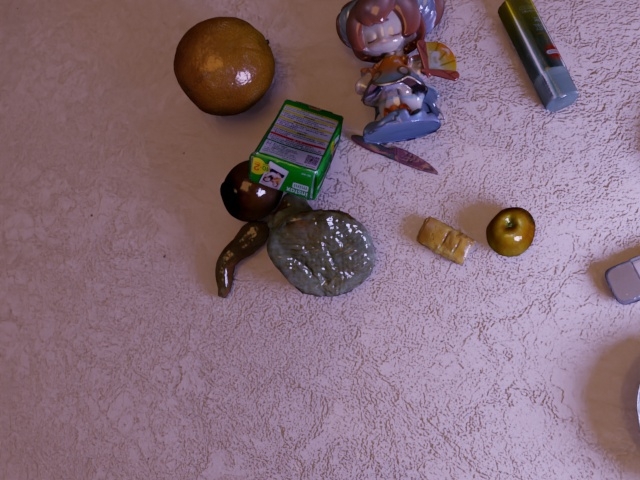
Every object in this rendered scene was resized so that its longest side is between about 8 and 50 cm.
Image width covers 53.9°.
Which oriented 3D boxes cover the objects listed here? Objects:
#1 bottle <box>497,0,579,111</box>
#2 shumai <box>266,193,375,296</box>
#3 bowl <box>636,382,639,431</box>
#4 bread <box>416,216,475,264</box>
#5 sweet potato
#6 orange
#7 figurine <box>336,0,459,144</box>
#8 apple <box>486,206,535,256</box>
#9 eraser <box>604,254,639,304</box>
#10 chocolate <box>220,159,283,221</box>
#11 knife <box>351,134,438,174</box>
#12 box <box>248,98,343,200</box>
[{"bbox_3d":[0.503,-0.436,1.459,0.082,0.082,0.286,-23,73,14],"label":"bottle"},{"bbox_3d":[0.000,0.000,1.542,0.272,0.204,0.222,41,104,-13],"label":"shumai"},{"bbox_3d":[0.752,0.324,1.177,0.313,0.146,0.313,-4,78,18],"label":"bowl"},{"bbox_3d":[0.290,0.002,1.462,0.132,0.053,0.074,33,91,25],"label":"bread"},{"bbox_3d":[-0.217,0.039,1.638,0.081,0.062,0.233,37,96,21],"label":"sweet potato"},{"bbox_3d":[-0.248,-0.458,1.653,0.264,0.264,0.264,-4,78,19],"label":"orange"},{"bbox_3d":[0.181,-0.439,1.514,0.276,0.248,0.388,-12,85,15],"label":"figurine"},{"bbox_3d":[0.424,-0.019,1.391,0.114,0.102,0.099,-45,67,5],"label":"apple"},{"bbox_3d":[0.762,0.033,1.279,0.352,0.061,0.089,-24,73,14],"label":"eraser"},{"bbox_3d":[-0.163,-0.130,1.605,0.176,0.177,0.177,-4,78,19],"label":"chocolate"},{"bbox_3d":[0.184,-0.217,1.568,0.247,0.018,0.035,26,85,20],"label":"knife"},{"bbox_3d":[-0.056,-0.225,1.533,0.180,0.103,0.250,19,51,6],"label":"box"}]
